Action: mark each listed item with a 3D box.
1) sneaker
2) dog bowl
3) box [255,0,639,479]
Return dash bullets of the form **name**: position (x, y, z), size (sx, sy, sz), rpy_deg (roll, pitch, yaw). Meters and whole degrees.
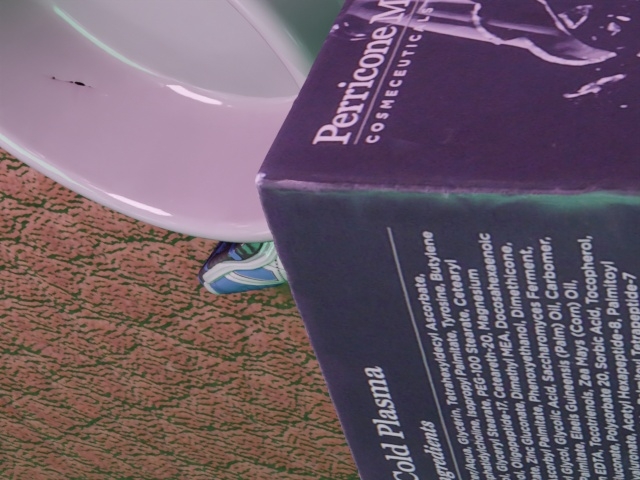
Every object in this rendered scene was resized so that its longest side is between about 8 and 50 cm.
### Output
- **sneaker**: position (0.000, 0.000, 0.871), size (0.211, 0.080, 0.081), rpy_deg (-25, 115, 42)
- **dog bowl**: position (-0.105, -0.127, 0.709), size (0.348, 0.102, 0.349), rpy_deg (21, 153, 11)
- **box**: position (0.189, -0.066, 0.519), size (0.312, 0.343, 0.179), rpy_deg (2, 135, 23)
